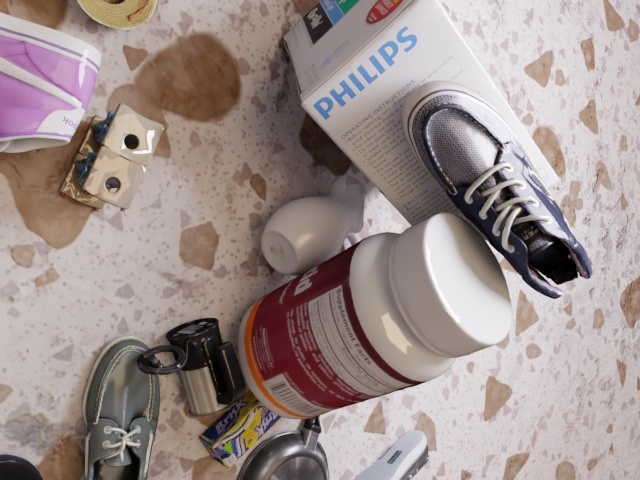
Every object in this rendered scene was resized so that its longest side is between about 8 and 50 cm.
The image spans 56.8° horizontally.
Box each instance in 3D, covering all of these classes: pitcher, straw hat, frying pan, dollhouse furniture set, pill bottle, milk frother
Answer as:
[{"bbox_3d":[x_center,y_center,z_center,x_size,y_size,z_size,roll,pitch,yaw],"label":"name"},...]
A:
[{"bbox_3d":[0.000,0.000,1.051,0.207,0.125,0.178,-35,119,-43],"label":"pitcher"},{"bbox_3d":[-0.310,-0.369,0.843,0.144,0.061,0.145,-17,113,-48],"label":"straw hat"},{"bbox_3d":[-0.019,0.402,1.091,0.326,0.053,0.197,-46,117,-22],"label":"frying pan"},{"bbox_3d":[-0.337,-0.132,0.788,0.183,0.129,0.129,27,76,-34],"label":"dollhouse furniture set"},{"bbox_3d":[0.069,0.123,0.901,0.224,0.392,0.224,25,50,-34],"label":"pill bottle"},{"bbox_3d":[-0.200,0.208,0.903,0.143,0.129,0.135,-19,101,-27],"label":"milk frother"}]

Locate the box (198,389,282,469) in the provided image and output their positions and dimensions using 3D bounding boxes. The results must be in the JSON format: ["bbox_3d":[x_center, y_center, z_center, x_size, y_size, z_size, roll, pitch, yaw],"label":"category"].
[{"bbox_3d":[-0.118,0.301,1.003,0.169,0.059,0.054,-39,112,-29],"label":"box"}]

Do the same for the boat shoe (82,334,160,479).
[{"bbox_3d":[-0.284,0.302,0.858,0.116,0.099,0.320,11,85,-34],"label":"boat shoe"}]

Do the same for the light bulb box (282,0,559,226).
[{"bbox_3d":[0.144,-0.229,0.967,0.225,0.358,0.361,-38,119,16],"label":"light bulb box"}]

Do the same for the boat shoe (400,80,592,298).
[{"bbox_3d":[0.244,-0.061,0.781,0.127,0.158,0.340,-42,120,19],"label":"boat shoe"}]

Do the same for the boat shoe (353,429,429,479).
[{"bbox_3d":[0.143,0.481,1.195,0.228,0.080,0.076,-34,109,-38],"label":"boat shoe"}]

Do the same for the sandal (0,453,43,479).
[{"bbox_3d":[-0.413,0.413,0.795,0.097,0.054,0.255,-6,95,-36],"label":"sandal"}]

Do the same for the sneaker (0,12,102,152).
[{"bbox_3d":[-0.420,-0.192,0.694,0.281,0.102,0.161,16,85,-4],"label":"sneaker"}]
